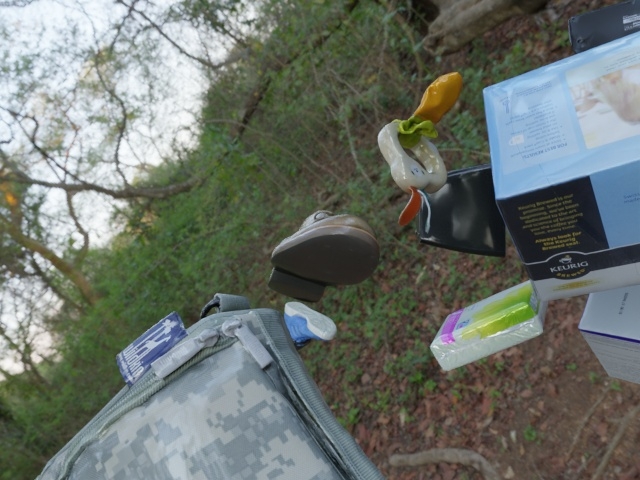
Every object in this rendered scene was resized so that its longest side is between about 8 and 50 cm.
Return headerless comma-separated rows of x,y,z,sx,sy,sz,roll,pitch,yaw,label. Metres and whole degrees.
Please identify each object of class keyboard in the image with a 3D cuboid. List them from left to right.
0.498,-0.329,0.852,0.192,0.038,0.100,-6,76,30,keyboard

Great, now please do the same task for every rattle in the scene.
0.162,-0.122,0.759,0.142,0.130,0.200,-27,29,26,rattle

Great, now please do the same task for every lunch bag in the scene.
-0.048,0.223,0.365,0.256,0.305,0.212,-46,-20,18,lunch bag

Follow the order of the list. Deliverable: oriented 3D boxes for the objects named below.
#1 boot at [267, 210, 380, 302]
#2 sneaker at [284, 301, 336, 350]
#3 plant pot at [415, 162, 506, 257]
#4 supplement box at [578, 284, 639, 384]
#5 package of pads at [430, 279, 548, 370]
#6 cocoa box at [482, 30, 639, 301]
0.000,0.000,0.701,0.305,0.112,0.115,142,148,-70,boot
-0.024,0.189,1.095,0.152,0.058,0.085,23,113,46,sneaker
0.285,-0.066,1.138,0.187,0.166,0.188,-38,-53,-82,plant pot
0.526,0.153,0.898,0.114,0.220,0.111,7,63,46,supplement box
0.470,0.230,1.489,0.296,0.101,0.229,-30,-1,29,package of pads
0.408,-0.103,0.671,0.347,0.228,0.231,-16,44,27,cocoa box
